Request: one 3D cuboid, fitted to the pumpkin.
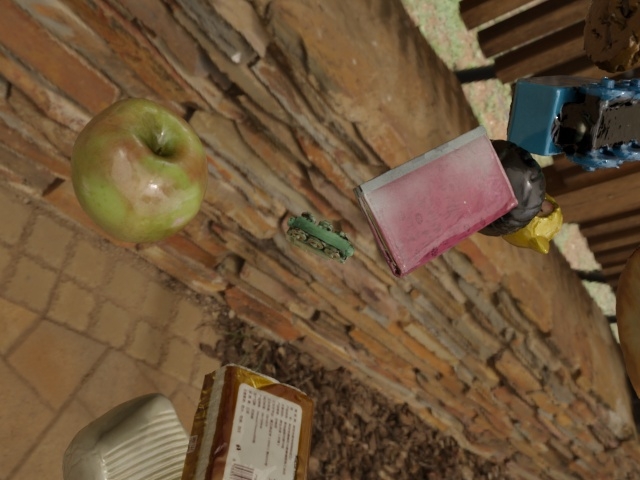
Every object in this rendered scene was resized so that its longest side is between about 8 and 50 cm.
[{"bbox_3d":[0.345,-0.104,1.235,0.140,0.202,0.202,-29,100,-45],"label":"pumpkin"}]

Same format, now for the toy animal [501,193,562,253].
[{"bbox_3d":[0.473,-0.048,1.420,0.229,0.156,0.156,-23,95,-57],"label":"toy animal"}]

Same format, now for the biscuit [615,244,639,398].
[{"bbox_3d":[0.498,0.094,0.872,0.309,0.040,0.205,92,-11,-61],"label":"biscuit"}]

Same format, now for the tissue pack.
[{"bbox_3d":[-0.099,0.315,0.901,0.183,0.092,0.226,33,45,-33],"label":"tissue pack"}]

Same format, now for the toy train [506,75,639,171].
[{"bbox_3d":[0.560,-0.266,1.337,0.300,0.265,0.188,-15,118,-40],"label":"toy train"}]

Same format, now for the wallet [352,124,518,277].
[{"bbox_3d":[0.151,-0.053,0.767,0.232,0.025,0.119,-28,93,-32],"label":"wallet"}]

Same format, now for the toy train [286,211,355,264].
[{"bbox_3d":[0.000,0.000,1.656,0.081,0.194,0.125,-59,171,-20],"label":"toy train"}]

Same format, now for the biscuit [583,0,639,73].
[{"bbox_3d":[0.588,-0.471,1.189,0.296,0.075,0.296,-174,-90,-86],"label":"biscuit"}]

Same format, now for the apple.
[{"bbox_3d":[-0.421,-0.150,1.449,0.319,0.277,0.319,21,52,-30],"label":"apple"}]

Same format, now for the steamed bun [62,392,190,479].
[{"bbox_3d":[-0.376,0.512,1.251,0.247,0.236,0.384,-30,104,-48],"label":"steamed bun"}]
